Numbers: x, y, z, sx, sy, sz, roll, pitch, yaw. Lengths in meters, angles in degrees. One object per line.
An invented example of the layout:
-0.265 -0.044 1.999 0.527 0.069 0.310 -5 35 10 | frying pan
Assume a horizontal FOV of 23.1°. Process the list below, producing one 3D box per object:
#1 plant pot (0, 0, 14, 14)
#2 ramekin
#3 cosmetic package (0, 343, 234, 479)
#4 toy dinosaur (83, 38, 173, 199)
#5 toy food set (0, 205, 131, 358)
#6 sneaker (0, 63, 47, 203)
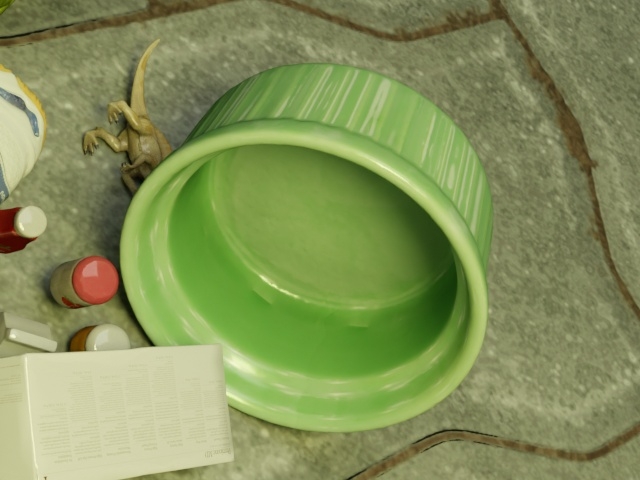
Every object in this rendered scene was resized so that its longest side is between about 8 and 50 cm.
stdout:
-0.294 -0.327 1.349 0.228 0.227 0.207 49 37 1 | plant pot
0.000 0.000 1.303 0.303 0.303 0.148 37 38 -12 | ramekin
-0.159 0.132 1.182 0.239 0.060 0.099 4 76 -59 | cosmetic package
-0.166 -0.096 1.419 0.093 0.053 0.183 5 65 -54 | toy dinosaur
-0.235 0.036 1.198 0.232 0.104 0.111 22 72 -28 | toy food set
-0.357 -0.130 1.238 0.296 0.112 0.131 34 46 -14 | sneaker
